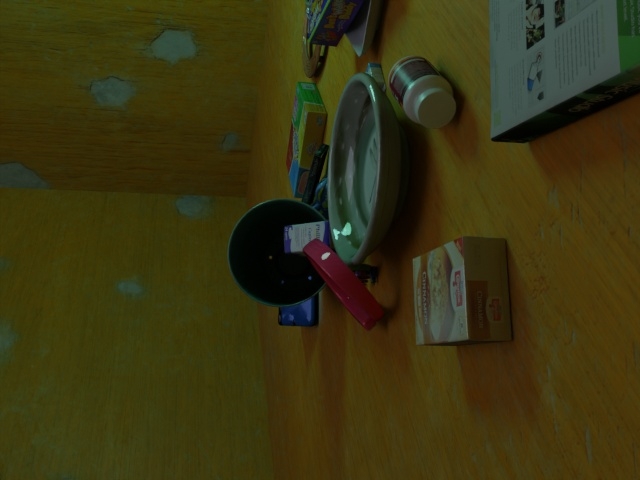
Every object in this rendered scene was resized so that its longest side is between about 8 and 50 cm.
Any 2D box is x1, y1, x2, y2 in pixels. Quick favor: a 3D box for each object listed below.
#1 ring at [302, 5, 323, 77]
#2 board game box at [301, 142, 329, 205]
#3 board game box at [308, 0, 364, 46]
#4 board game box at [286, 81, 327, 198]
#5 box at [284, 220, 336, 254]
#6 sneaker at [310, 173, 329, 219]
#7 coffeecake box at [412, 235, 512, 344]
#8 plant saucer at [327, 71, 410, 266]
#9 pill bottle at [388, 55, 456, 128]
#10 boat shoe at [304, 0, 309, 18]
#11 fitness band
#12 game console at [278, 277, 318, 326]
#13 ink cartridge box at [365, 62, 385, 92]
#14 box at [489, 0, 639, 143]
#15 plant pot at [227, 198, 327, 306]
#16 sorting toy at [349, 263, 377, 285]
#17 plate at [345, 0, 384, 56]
[{"bbox_3d":[-0.015,-0.706,2.085,0.336,0.032,0.336,-177,90,-77],"label":"ring"},{"bbox_3d":[-0.020,-0.187,1.899,0.126,0.026,0.186,-64,-9,-64],"label":"board game box"},{"bbox_3d":[0.046,-0.642,1.494,0.347,0.078,0.233,151,120,-75],"label":"board game box"},{"bbox_3d":[-0.052,-0.335,2.121,0.242,0.064,0.316,-106,21,-53],"label":"board game box"},{"bbox_3d":[0.000,0.000,1.586,0.137,0.126,0.072,-7,80,34],"label":"box"},{"bbox_3d":[0.010,-0.125,1.858,0.188,0.067,0.078,109,180,-57],"label":"sneaker"},{"bbox_3d":[0.203,0.081,0.937,0.185,0.068,0.142,139,132,-72],"label":"coffeecake box"},{"bbox_3d":[0.105,-0.142,1.325,0.400,0.101,0.400,-178,90,-77],"label":"plant saucer"},{"bbox_3d":[0.172,-0.249,1.070,0.152,0.086,0.086,-106,22,-55],"label":"pill bottle"},{"bbox_3d":[-0.026,-0.706,1.761,0.320,0.103,0.118,66,-176,-47],"label":"boat shoe"},{"bbox_3d":[0.047,0.090,1.389,0.209,0.054,0.291,53,175,-13],"label":"fitness band"},{"bbox_3d":[-0.049,0.141,2.136,0.250,0.173,0.292,-6,82,46],"label":"game console"},{"bbox_3d":[0.122,-0.356,1.434,0.048,0.028,0.083,108,159,-52],"label":"ink cartridge box"},{"bbox_3d":[0.279,-0.254,0.677,0.322,0.059,0.232,158,113,-77],"label":"box"},{"bbox_3d":[-0.093,0.046,1.794,0.235,0.293,0.292,57,-148,-81],"label":"plant pot"},{"bbox_3d":[0.097,0.080,1.425,0.102,0.061,0.042,48,-141,-75],"label":"sorting toy"},{"bbox_3d":[0.108,-0.609,1.494,0.278,0.045,0.277,-105,22,-53],"label":"plate"}]
